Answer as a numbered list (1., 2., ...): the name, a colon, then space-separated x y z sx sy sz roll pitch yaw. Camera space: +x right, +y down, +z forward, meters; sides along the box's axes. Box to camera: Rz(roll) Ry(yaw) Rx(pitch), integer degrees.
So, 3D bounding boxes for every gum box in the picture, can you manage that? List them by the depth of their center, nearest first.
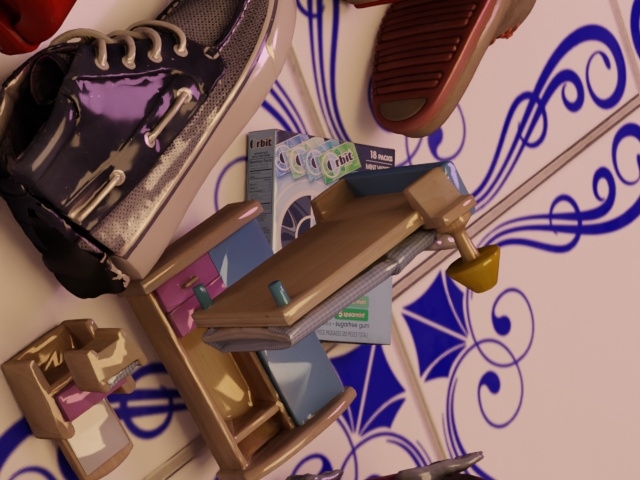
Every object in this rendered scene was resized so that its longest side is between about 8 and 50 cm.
1. gum box: 0.000 0.000 1.638 0.157 0.041 0.184 6 84 -44

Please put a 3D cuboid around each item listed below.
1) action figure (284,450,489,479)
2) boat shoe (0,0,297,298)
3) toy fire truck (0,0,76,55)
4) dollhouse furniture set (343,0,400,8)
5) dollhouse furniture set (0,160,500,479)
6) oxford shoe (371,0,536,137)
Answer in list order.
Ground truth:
1. action figure: 0.087 0.378 1.556 0.275 0.248 0.370 -8 91 -44
2. boat shoe: -0.143 -0.133 1.438 0.158 0.127 0.340 49 56 -41
3. toy fire truck: -0.224 -0.255 1.283 0.217 0.246 0.158 46 57 -33
4. dollhouse furniture set: 0.124 -0.405 1.677 0.152 0.201 0.374 16 76 -44
5. dollhouse furniture set: -0.026 0.101 1.385 0.286 0.303 0.198 -37 107 -32
6. oxford shoe: 0.158 -0.225 1.759 0.130 0.123 0.348 47 57 -39
